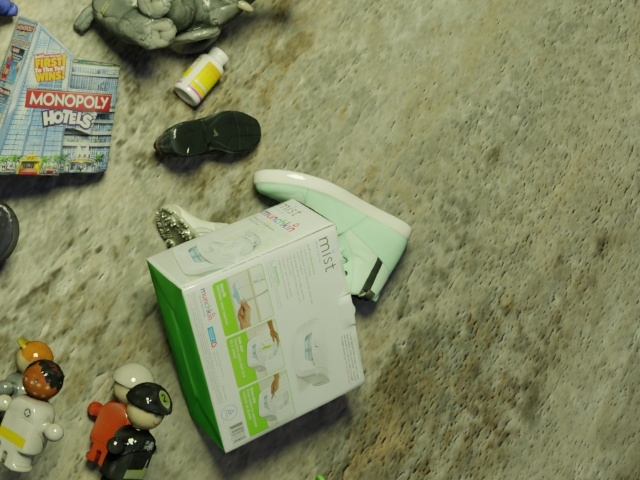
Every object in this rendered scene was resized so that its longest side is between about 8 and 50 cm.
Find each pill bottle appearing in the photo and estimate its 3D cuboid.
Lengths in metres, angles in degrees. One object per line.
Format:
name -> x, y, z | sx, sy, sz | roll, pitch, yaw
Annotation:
pill bottle -> -0.166, -0.234, 1.644 | 0.043, 0.043, 0.083 | 42, 73, -15

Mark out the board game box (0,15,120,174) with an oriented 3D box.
board game box -> -0.341, -0.184, 1.496 | 0.194, 0.060, 0.194 | -2, 108, -42

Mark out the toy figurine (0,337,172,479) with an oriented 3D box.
toy figurine -> -0.304, 0.215, 1.467 | 0.210, 0.213, 0.148 | 21, 91, -16

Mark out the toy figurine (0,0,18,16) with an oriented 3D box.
toy figurine -> -0.399, -0.370, 1.477 | 0.217, 0.191, 0.362 | -6, 81, -43

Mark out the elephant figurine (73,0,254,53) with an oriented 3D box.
elephant figurine -> -0.176, -0.328, 1.596 | 0.239, 0.186, 0.169 | -8, 127, -48

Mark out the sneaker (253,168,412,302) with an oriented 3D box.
sneaker -> 0.001, 0.000, 1.673 | 0.256, 0.094, 0.151 | 25, 80, -18

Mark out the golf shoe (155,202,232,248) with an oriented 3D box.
golf shoe -> -0.153, -0.001, 1.634 | 0.176, 0.069, 0.086 | 46, 54, -20

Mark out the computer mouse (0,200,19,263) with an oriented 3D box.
computer mouse -> -0.507, -0.072, 1.484 | 0.262, 0.060, 0.184 | 11, 86, -10

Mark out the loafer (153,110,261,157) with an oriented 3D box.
loafer -> -0.158, -0.149, 1.634 | 0.170, 0.061, 0.062 | -8, 94, -44

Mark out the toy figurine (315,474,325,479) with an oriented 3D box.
toy figurine -> -0.052, 0.429, 1.625 | 0.159, 0.130, 0.173 | -11, 69, -14

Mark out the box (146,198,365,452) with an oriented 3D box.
box -> -0.079, 0.112, 1.565 | 0.231, 0.127, 0.261 | -25, 120, -22
